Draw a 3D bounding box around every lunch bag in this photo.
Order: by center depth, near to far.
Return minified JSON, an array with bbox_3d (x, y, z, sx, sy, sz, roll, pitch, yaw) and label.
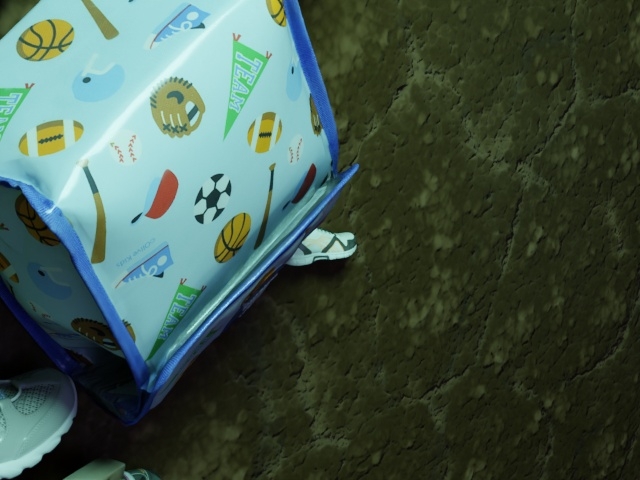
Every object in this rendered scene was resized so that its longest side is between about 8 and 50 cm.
[{"bbox_3d":[-0.143,-0.041,1.299,0.328,0.239,0.385,-48,147,-24],"label":"lunch bag"}]

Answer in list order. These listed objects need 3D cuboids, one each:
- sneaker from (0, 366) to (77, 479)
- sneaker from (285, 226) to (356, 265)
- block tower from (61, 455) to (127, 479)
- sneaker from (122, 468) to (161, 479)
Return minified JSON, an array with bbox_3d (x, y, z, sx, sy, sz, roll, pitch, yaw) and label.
[{"bbox_3d":[-0.340,0.160,1.244,0.281,0.105,0.115,-19,116,-39],"label":"sneaker"},{"bbox_3d":[0.000,0.000,1.580,0.109,0.040,0.043,-11,108,-43],"label":"sneaker"},{"bbox_3d":[-0.230,0.393,1.392,0.091,0.097,0.335,-26,129,-72],"label":"block tower"},{"bbox_3d":[-0.192,0.322,1.468,0.077,0.072,0.178,-9,112,-50],"label":"sneaker"}]
